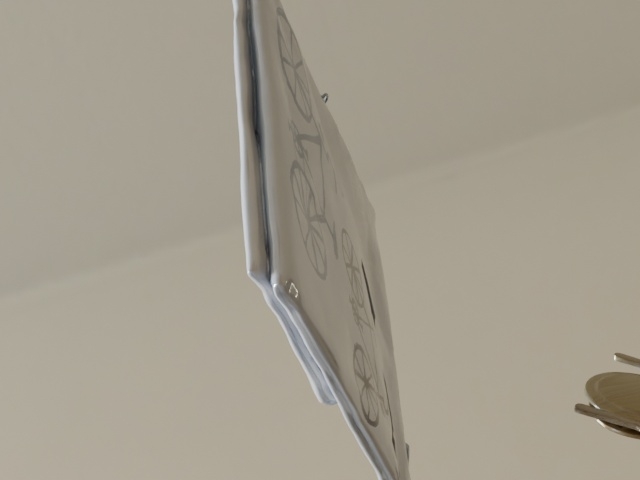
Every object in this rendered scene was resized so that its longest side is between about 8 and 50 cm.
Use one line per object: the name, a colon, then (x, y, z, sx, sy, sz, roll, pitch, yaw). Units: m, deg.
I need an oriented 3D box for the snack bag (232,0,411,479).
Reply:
snack bag: (0.000, 0.000, 1.518, 0.037, 0.323, 0.342, -15, -39, 10)

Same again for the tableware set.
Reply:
tableware set: (0.298, 0.152, 1.559, 0.194, 0.128, 0.039, 17, -66, 19)
